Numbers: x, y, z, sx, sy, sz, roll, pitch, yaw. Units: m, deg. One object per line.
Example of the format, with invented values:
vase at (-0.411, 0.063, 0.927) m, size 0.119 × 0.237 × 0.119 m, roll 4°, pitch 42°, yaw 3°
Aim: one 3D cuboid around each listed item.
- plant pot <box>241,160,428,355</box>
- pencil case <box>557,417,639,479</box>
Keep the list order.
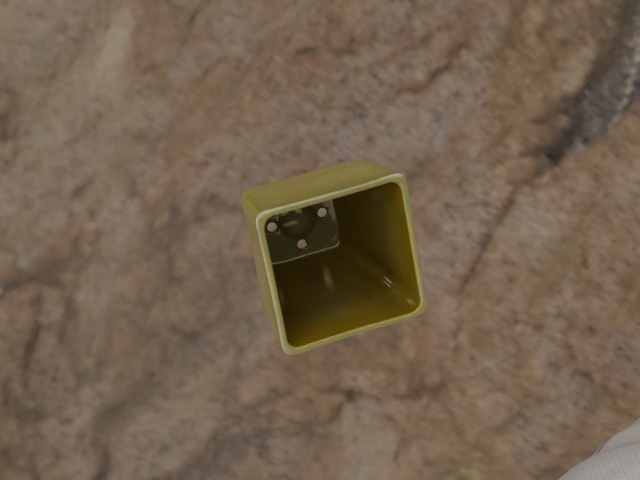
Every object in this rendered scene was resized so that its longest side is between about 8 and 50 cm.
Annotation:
plant pot at (0.000, 0.000, 0.834) m, size 0.082 × 0.081 × 0.083 m, roll -16°, pitch 23°, yaw -13°
pencil case at (0.069, 0.221, 0.459) m, size 0.184 × 0.160 × 0.410 m, roll 22°, pitch 55°, yaw 34°
